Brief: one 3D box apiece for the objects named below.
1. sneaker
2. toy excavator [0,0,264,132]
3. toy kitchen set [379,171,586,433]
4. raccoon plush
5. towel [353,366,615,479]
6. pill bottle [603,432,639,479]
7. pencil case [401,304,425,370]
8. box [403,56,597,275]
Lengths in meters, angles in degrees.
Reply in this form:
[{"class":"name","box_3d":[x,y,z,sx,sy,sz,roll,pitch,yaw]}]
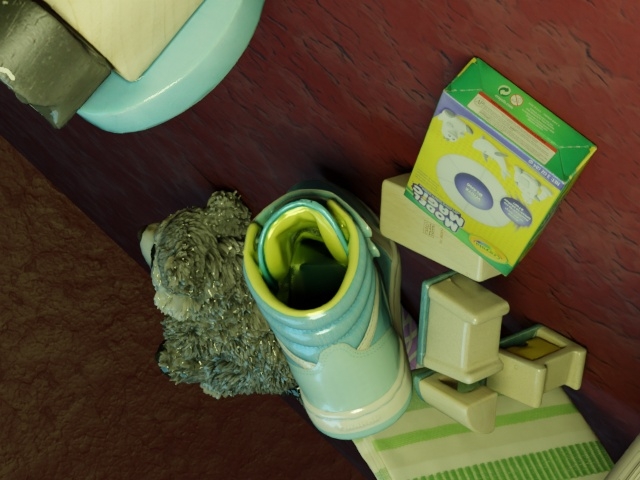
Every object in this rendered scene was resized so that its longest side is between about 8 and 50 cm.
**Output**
[{"class":"sneaker","box_3d":[0.000,0.000,1.123,0.319,0.127,0.208,-106,-5,-49]},{"class":"toy excavator","box_3d":[-0.199,-0.212,1.008,0.433,0.222,0.445,37,175,24]},{"class":"toy kitchen set","box_3d":[0.149,0.042,1.094,0.122,0.166,0.207,28,125,44]},{"class":"raccoon plush","box_3d":[-0.045,0.088,1.713,0.447,0.216,0.299,13,152,-5]},{"class":"towel","box_3d":[0.173,0.240,1.095,0.324,0.248,0.038,60,144,38]},{"class":"pill bottle","box_3d":[0.251,0.130,0.702,0.131,0.229,0.131,39,166,11]},{"class":"pencil case","box_3d":[0.058,0.094,1.456,0.206,0.086,0.088,50,-161,-37]},{"class":"box","box_3d":[0.119,-0.043,0.883,0.105,0.043,0.179,39,159,11]}]
